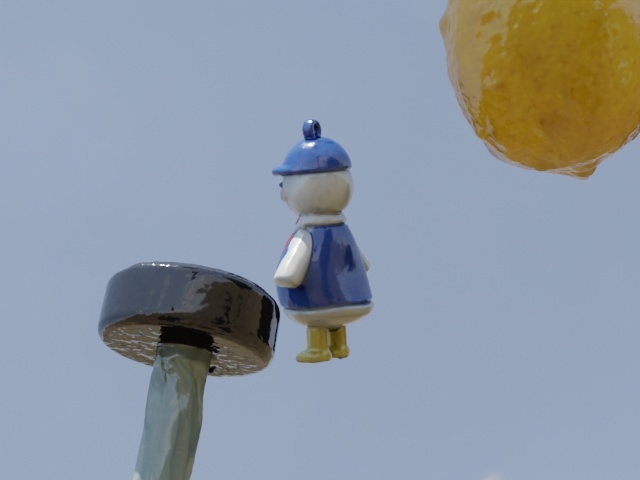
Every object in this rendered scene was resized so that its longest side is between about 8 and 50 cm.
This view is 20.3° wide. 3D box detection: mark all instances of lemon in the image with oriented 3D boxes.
[{"bbox_3d":[0.120,-0.105,0.935,0.114,0.155,0.114,-13,9,2],"label":"lemon"}]

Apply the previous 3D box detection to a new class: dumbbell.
[{"bbox_3d":[-0.082,0.115,0.950,0.100,0.191,0.100,9,-21,3],"label":"dumbbell"}]

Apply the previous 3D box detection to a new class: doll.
[{"bbox_3d":[0.000,0.000,1.045,0.058,0.143,0.099,-2,5,29],"label":"doll"}]
